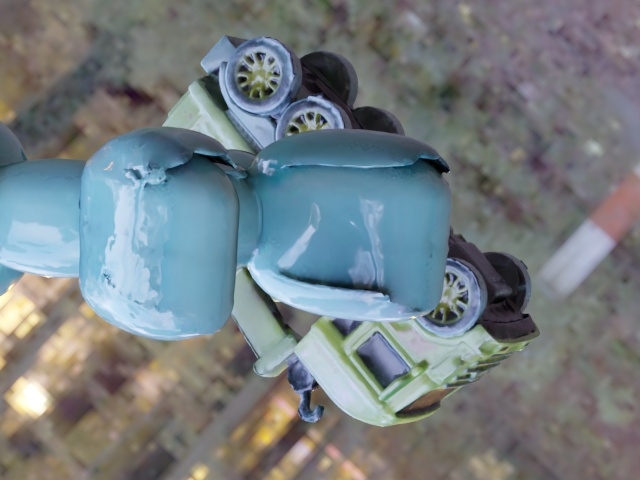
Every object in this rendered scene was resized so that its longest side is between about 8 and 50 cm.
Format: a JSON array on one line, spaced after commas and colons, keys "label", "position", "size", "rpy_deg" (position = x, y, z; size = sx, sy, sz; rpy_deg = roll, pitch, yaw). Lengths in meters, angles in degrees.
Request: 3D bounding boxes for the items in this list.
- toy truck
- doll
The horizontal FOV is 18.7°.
[{"label": "toy truck", "position": [0.000, 0.000, 0.772], "size": [0.169, 0.100, 0.077], "rpy_deg": [51, -162, 13]}, {"label": "doll", "position": [-0.063, -0.007, 0.556], "size": [0.159, 0.059, 0.159], "rpy_deg": [-4, -172, -43]}]
